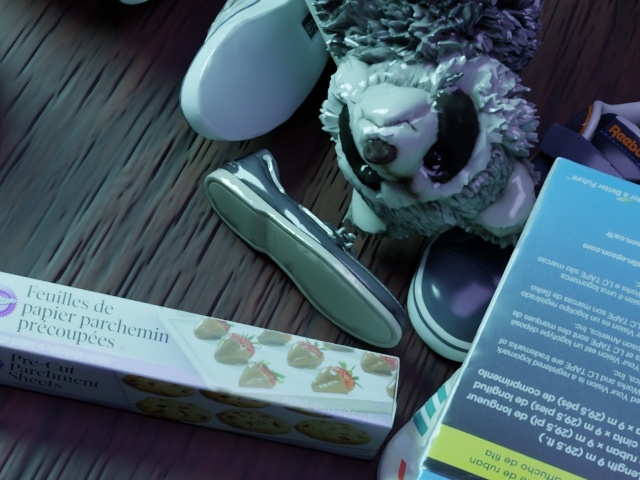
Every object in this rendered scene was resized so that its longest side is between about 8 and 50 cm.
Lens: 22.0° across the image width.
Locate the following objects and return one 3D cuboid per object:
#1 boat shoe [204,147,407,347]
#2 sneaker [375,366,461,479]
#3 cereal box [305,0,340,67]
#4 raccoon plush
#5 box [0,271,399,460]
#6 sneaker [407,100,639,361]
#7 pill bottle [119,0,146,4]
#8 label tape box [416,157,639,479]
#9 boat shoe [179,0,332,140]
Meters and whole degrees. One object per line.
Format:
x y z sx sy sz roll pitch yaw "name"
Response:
0.000 0.000 1.302 0.206 0.075 0.065 41 60 18 "boat shoe"
0.100 0.134 1.238 0.057 0.075 0.161 38 56 12 "sneaker"
0.054 -0.241 1.403 0.173 0.047 0.240 -43 116 -34 "cereal box"
0.153 -0.188 1.334 0.216 0.299 0.446 10 32 45 "raccoon plush"
-0.104 0.093 1.220 0.324 0.067 0.063 13 55 -7 "box"
0.204 -0.028 1.344 0.321 0.127 0.126 -35 73 -29 "sneaker"
-0.245 -0.355 1.401 0.334 0.188 0.188 39 57 12 "pill bottle"
0.216 0.137 1.134 0.249 0.115 0.348 20 61 13 "label tape box"
-0.051 -0.173 1.392 0.096 0.088 0.267 57 47 -29 "boat shoe"
